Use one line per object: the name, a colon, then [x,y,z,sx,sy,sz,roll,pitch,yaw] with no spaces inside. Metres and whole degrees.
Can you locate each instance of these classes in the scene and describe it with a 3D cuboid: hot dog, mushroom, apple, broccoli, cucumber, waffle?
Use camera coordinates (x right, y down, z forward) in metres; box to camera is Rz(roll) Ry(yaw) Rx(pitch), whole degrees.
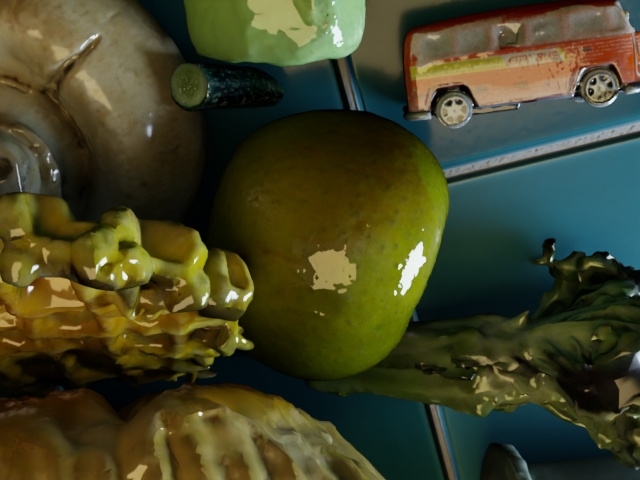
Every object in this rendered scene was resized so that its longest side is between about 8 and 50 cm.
hot dog: [-0.129,0.190,0.548,0.367,0.365,0.196,-3,74,-16]
mushroom: [-0.176,-0.069,0.578,0.188,0.195,0.254,-5,114,3]
apple: [0.000,0.000,0.597,0.156,0.196,0.197,19,112,1]
broccoli: [0.130,0.098,0.668,0.303,0.165,0.146,0,120,18]
cucumber: [-0.058,-0.108,0.592,0.032,0.133,0.032,4,100,23]
waffle: [-0.185,0.042,0.504,0.328,0.062,0.329,-2,157,-1]

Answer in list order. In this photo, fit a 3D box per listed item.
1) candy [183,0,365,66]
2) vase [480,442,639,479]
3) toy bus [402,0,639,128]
candy: [-0.036,-0.286,0.514,0.142,0.132,0.344,-3,112,-5]
vase: [0.297,0.275,0.686,0.291,0.245,0.245,-5,112,-2]
toy bus: [0.142,-0.129,0.600,0.174,0.079,0.077,-8,102,6]
